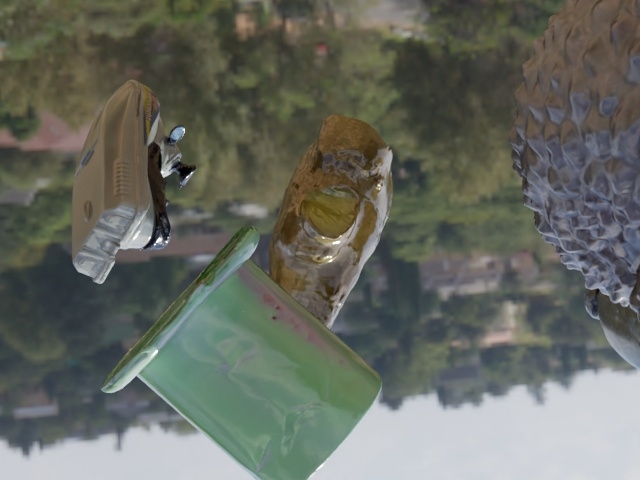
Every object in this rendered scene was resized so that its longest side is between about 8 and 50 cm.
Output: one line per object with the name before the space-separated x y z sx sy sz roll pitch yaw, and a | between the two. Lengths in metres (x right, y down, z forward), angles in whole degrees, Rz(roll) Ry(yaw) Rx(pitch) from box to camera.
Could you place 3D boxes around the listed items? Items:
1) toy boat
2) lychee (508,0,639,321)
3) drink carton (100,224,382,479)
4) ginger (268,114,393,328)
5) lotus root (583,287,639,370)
toy boat | -0.219 -0.076 1.593 0.140 0.269 0.141 4 130 5
lychee | 0.364 -0.114 1.241 0.380 0.432 0.380 23 158 10
drink carton | -0.047 0.089 0.916 0.144 0.142 0.146 -47 -174 -2
ginger | 0.000 0.000 1.581 0.123 0.270 0.219 24 165 6
lotus root | 0.406 0.079 1.528 0.175 0.175 0.349 -4 -167 -11
